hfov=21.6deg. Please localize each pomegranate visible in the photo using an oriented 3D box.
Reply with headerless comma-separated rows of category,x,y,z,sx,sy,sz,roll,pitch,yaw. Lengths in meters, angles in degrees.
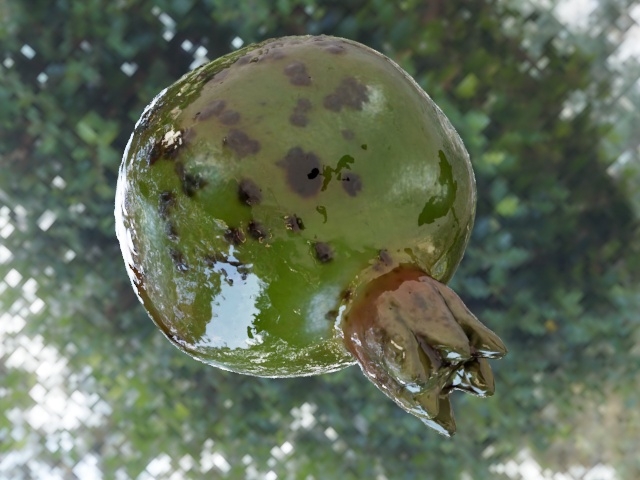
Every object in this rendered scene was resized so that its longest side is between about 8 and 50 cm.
pomegranate,0.000,0.000,0.727,0.159,0.159,0.205,24,-162,-52
